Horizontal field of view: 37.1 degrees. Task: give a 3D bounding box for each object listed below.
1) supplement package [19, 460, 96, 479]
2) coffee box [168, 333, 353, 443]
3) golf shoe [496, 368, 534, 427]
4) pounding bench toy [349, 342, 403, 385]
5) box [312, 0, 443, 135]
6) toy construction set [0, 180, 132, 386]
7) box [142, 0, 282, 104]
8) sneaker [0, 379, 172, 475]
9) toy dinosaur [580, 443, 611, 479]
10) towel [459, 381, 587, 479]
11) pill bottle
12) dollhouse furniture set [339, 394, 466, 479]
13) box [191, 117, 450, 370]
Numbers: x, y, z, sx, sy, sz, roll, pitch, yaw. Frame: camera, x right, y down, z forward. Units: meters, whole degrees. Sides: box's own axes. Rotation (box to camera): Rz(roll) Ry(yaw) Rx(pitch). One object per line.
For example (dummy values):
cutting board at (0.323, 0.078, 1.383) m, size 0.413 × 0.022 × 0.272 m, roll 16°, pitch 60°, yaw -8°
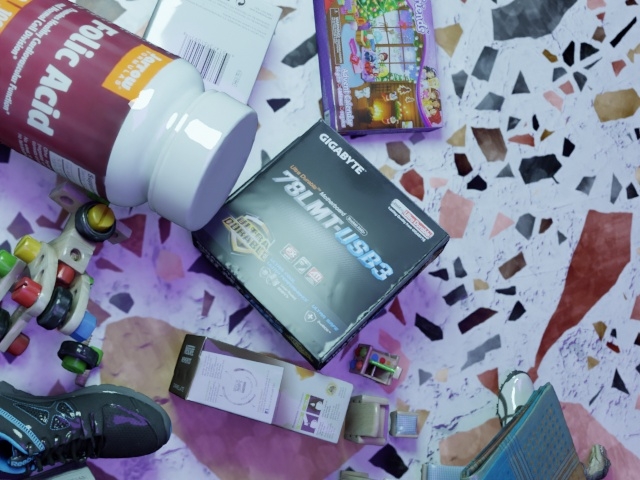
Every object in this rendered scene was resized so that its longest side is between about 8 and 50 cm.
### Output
supplement package at (-0.377, 0.439, 1.291) m, size 0.198 × 0.262 × 0.199 m, roll -16°, pitch 92°, yaw -20°
coffee box at (-0.094, 0.227, 1.473) m, size 0.246 × 0.141 × 0.098 m, roll 20°, pitch 79°, yaw -18°
golf shoe at (0.352, 0.325, 1.656) m, size 0.077 × 0.094 × 0.198 m, roll 9°, pitch 82°, yaw -18°
pounding bench toy at (0.092, 0.204, 1.572) m, size 0.065 × 0.083 × 0.052 m, roll 24°, pitch 79°, yaw -18°
box at (0.096, -0.328, 1.622) m, size 0.200 × 0.057 × 0.293 m, roll -5°, pitch 88°, yaw -21°
toy construction set at (-0.419, 0.021, 1.352) m, size 0.308 × 0.257 × 0.237 m, roll 22°, pitch 62°, yaw -9°
box at (-0.182, -0.305, 1.487) m, size 0.181 × 0.119 × 0.182 m, roll 22°, pitch 79°, yaw -17°
sneaker at (-0.382, 0.282, 1.351) m, size 0.340 × 0.140 × 0.125 m, roll 6°, pitch 119°, yaw -14°
toy dinosaur at (0.415, 0.443, 1.690) m, size 0.268 × 0.064 × 0.118 m, roll -42°, pitch 107°, yaw -14°
towel at (0.364, 0.460, 1.570) m, size 0.271 × 0.040 × 0.370 m, roll -37°, pitch 111°, yaw -39°
pill bottle at (-0.300, -0.183, 1.315) m, size 0.392 × 0.224 × 0.224 m, roll 28°, pitch 77°, yaw 7°
dollhouse furniture set at (0.202, 0.406, 1.522) m, size 0.303 × 0.198 × 0.286 m, roll 10°, pitch 78°, yaw -18°
box at (0.000, 0.000, 1.506) m, size 0.293 × 0.073 × 0.295 m, roll -42°, pitch 78°, yaw -15°
